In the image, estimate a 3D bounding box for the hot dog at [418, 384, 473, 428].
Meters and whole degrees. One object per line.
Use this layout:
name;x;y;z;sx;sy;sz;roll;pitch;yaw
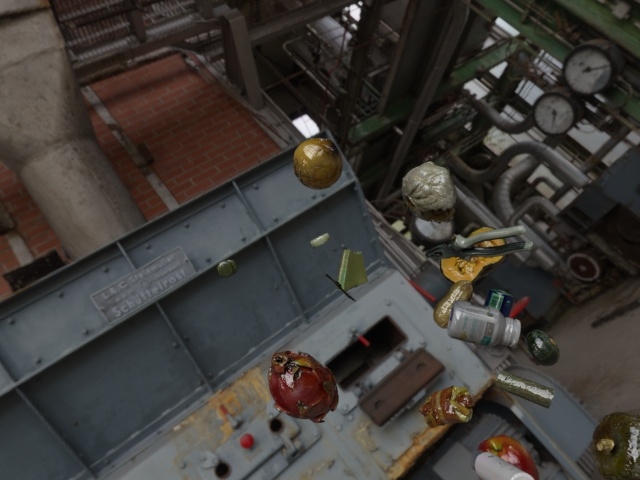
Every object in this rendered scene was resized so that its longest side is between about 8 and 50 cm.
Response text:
hot dog;0.472;0.626;1.654;0.213;0.146;0.103;-27;-52;24

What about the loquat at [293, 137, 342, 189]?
loquat;-0.010;-0.337;1.937;0.235;0.235;0.235;-36;-19;-14

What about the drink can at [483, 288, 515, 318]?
drink can;0.771;0.321;1.929;0.204;0.118;0.118;-70;-20;-1

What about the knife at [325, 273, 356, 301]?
knife;0.099;0.235;2.211;0.021;0.222;0.045;-51;19;-14

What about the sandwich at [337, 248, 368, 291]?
sandwich;0.154;0.154;2.389;0.063;0.212;0.245;-13;0;37

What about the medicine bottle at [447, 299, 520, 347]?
medicine bottle;0.547;0.286;1.472;0.135;0.215;0.135;13;-90;-77

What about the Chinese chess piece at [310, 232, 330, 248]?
Chinese chess piece;0.000;0.000;1.786;0.084;0.034;0.084;-28;3;2

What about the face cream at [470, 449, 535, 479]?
face cream;0.546;0.721;1.362;0.092;0.092;0.311;-37;-5;-12

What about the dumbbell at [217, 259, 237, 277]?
dumbbell;-0.283;0.085;1.335;0.046;0.052;0.118;-18;1;-5

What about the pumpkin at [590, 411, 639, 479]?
pumpkin;0.893;0.625;1.301;0.219;0.162;0.218;-164;90;-90

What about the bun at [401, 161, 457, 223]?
bun;0.458;-0.205;1.886;0.205;0.281;0.281;-19;-19;2

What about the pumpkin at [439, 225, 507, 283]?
pumpkin;0.724;0.059;2.077;0.325;0.242;0.232;-40;-15;24

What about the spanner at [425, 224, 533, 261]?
spanner;0.465;0.020;1.324;0.325;0.095;0.040;-13;33;41

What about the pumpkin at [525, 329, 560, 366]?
pumpkin;0.999;0.485;1.976;0.167;0.167;0.125;-15;-36;-53

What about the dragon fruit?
dragon fruit;-0.065;0.529;1.584;0.250;0.250;0.315;-38;-39;-9

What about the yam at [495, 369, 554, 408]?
yam;0.655;0.477;1.408;0.068;0.169;0.068;-30;-52;-48

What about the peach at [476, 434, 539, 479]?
peach;0.701;0.856;1.637;0.199;0.243;0.243;-30;-21;-32

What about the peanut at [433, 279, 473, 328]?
peanut;0.568;0.267;1.870;0.236;0.110;0.120;-56;-41;-6
